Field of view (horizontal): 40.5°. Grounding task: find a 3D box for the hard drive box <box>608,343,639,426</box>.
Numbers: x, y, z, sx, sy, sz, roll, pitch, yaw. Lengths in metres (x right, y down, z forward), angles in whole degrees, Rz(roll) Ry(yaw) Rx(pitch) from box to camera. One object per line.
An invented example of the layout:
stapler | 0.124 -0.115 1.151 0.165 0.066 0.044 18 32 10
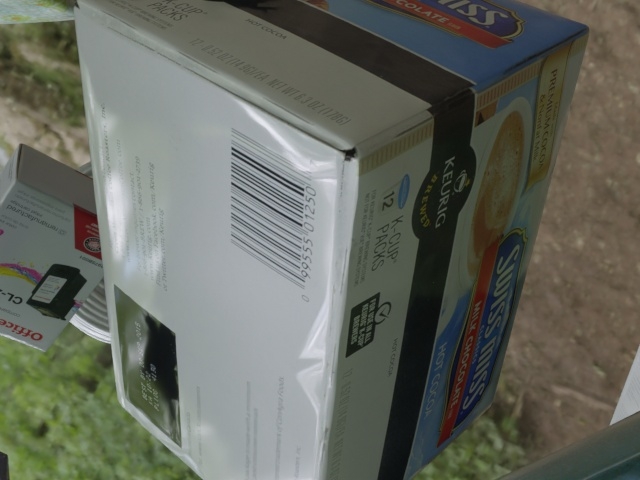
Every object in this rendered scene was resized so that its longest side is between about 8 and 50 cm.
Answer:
hard drive box | 0.487 0.267 1.226 0.089 0.232 0.181 12 -159 1

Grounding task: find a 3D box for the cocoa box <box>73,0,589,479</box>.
cocoa box | 0.000 0.000 0.611 0.231 0.228 0.347 32 135 32

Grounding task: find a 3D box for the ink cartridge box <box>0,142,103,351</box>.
ink cartridge box | -0.284 0.012 0.861 0.127 0.175 0.072 28 -156 -30

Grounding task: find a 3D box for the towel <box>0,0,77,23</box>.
towel | -0.583 -0.416 1.409 0.320 0.090 0.374 3 -177 12

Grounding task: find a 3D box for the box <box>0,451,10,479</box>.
box | -0.357 0.195 0.603 0.247 0.142 0.163 35 -177 -29

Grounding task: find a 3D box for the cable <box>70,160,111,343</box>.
cable | -0.240 0.010 1.134 0.257 0.257 0.089 4 172 -12

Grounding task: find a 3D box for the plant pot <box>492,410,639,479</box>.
plant pot | 0.310 0.294 0.836 0.252 0.247 0.248 66 179 -66
